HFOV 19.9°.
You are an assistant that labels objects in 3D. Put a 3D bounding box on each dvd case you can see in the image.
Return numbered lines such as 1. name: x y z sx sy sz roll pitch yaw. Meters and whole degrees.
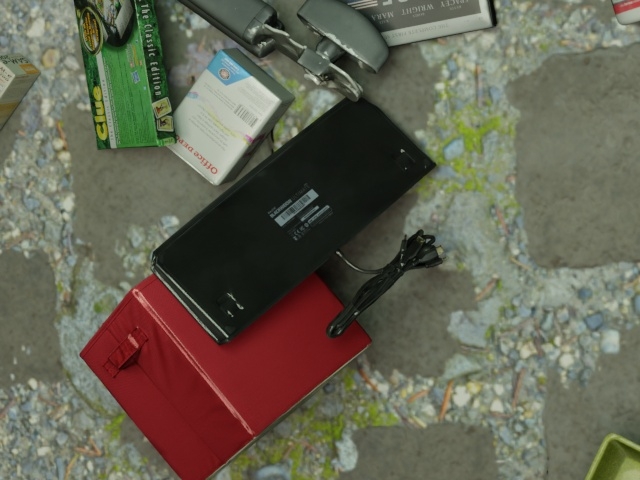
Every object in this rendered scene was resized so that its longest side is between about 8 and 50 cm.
1. dvd case: 0.074 -0.322 1.886 0.179 0.029 0.238 -9 96 20

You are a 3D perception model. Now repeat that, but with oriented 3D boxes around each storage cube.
1. storage cube: -0.102 0.113 1.898 0.193 0.215 0.183 50 144 4

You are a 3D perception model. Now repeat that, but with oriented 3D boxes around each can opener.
1. can opener: -0.055 -0.244 1.912 0.283 0.076 0.095 37 84 16

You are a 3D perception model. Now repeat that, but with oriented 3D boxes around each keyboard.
1. keyboard: 0.000 0.000 1.851 0.201 0.317 0.033 46 153 9

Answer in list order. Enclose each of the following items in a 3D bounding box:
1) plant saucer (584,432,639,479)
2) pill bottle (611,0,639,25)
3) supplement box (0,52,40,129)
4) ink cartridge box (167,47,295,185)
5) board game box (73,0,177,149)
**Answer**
1. plant saucer: 0.343 0.312 1.866 0.188 0.045 0.188 26 105 13
2. pill bottle: 0.315 -0.308 1.770 0.108 0.108 0.180 -16 94 20
3. supplement box: -0.363 -0.159 2.036 0.036 0.062 0.098 41 108 9
4. ink cartridge box: -0.102 -0.132 1.962 0.088 0.052 0.122 41 107 8
5. board game box: -0.218 -0.228 1.959 0.136 0.030 0.259 2 103 52
